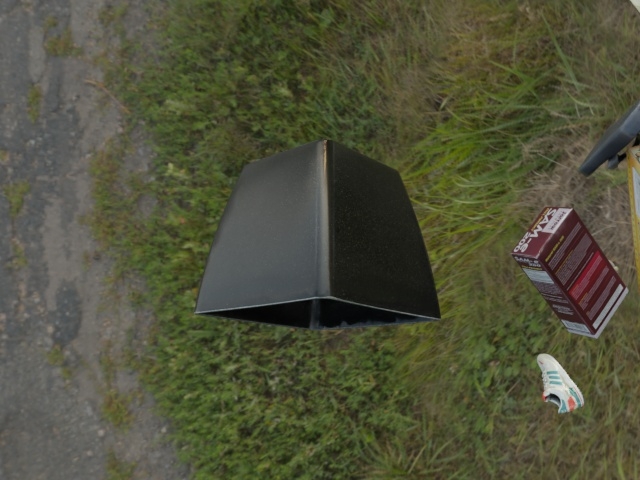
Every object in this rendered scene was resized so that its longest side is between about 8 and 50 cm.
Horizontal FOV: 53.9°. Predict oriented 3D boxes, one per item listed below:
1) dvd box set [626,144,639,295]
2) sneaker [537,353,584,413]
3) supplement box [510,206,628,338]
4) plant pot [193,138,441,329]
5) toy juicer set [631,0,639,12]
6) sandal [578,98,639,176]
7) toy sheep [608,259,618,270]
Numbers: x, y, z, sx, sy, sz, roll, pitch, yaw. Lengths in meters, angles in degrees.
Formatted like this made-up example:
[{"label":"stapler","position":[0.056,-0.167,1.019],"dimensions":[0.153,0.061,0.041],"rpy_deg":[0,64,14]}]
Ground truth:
[{"label":"dvd box set","position":[0.520,0.089,0.857],"dimensions":[0.062,0.420,0.308],"rpy_deg":[-13,120,15]},{"label":"sneaker","position":[0.546,0.337,1.486],"dimensions":[0.075,0.057,0.161],"rpy_deg":[-25,44,-4]},{"label":"supplement box","position":[0.484,0.062,1.216],"dimensions":[0.130,0.239,0.073],"rpy_deg":[-49,24,-16]},{"label":"plant pot","position":[0.000,0.000,0.665],"dimensions":[0.188,0.187,0.167],"rpy_deg":[-10,72,42]},{"label":"toy juicer set","position":[0.526,-0.324,0.751],"dimensions":[0.329,0.089,0.209],"rpy_deg":[-16,87,48]},{"label":"sandal","position":[0.477,-0.148,1.006],"dimensions":[0.054,0.254,0.097],"rpy_deg":[36,91,11]},{"label":"toy sheep","position":[0.740,0.087,1.680],"dimensions":[0.132,0.091,0.091],"rpy_deg":[164,98,-66]}]
